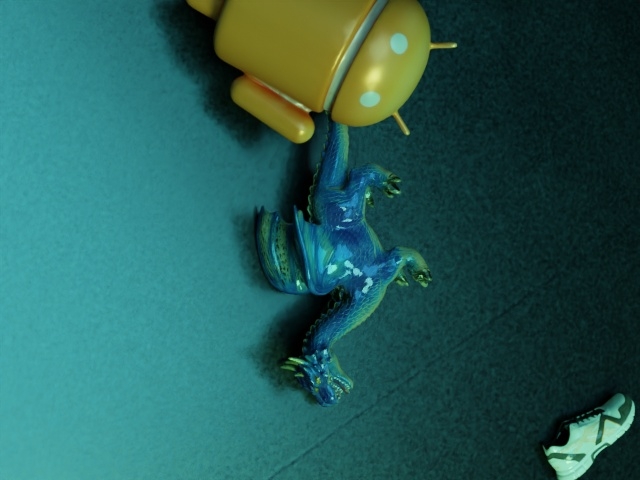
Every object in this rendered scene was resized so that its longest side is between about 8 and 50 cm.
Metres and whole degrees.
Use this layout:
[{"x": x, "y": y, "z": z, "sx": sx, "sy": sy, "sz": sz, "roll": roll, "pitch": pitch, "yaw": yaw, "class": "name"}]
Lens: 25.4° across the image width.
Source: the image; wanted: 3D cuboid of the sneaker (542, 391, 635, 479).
[{"x": 0.258, "y": 0.180, "z": 1.358, "sx": 0.109, "sy": 0.040, "sz": 0.043, "roll": -43, "pitch": 103, "yaw": -19, "class": "sneaker"}]

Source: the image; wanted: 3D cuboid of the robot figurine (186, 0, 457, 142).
[{"x": -0.001, "y": -0.179, "z": 1.184, "sx": 0.219, "sy": 0.128, "sz": 0.158, "roll": 29, "pitch": 60, "yaw": 4, "class": "robot figurine"}]

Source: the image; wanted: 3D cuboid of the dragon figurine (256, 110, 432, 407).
[{"x": 0.000, "y": 0.000, "z": 1.224, "sx": 0.144, "sy": 0.085, "sz": 0.289, "roll": -22, "pitch": 99, "yaw": -23, "class": "dragon figurine"}]
